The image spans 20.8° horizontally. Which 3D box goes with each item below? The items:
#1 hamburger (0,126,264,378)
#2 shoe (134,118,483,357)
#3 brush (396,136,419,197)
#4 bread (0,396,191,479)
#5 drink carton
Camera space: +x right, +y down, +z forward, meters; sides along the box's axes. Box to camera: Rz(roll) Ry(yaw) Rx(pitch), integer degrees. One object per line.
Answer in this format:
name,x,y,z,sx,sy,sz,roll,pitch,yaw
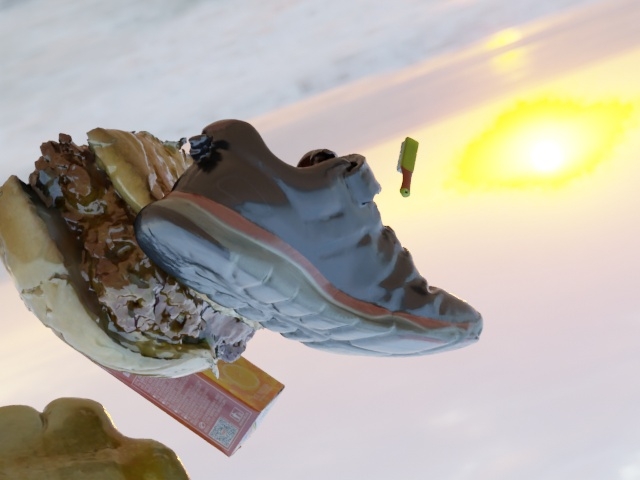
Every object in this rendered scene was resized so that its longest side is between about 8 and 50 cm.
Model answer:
hamburger,-0.135,0.019,1.383,0.155,0.282,0.245,-33,-157,13
shoe,0.000,0.000,1.300,0.291,0.137,0.114,28,157,-30
brush,0.097,-0.080,1.988,0.019,0.083,0.021,26,142,-23
bread,-0.300,0.323,1.879,0.341,0.300,0.210,-12,134,-32
drink carton,-0.158,0.135,1.896,0.071,0.223,0.096,-58,173,21
